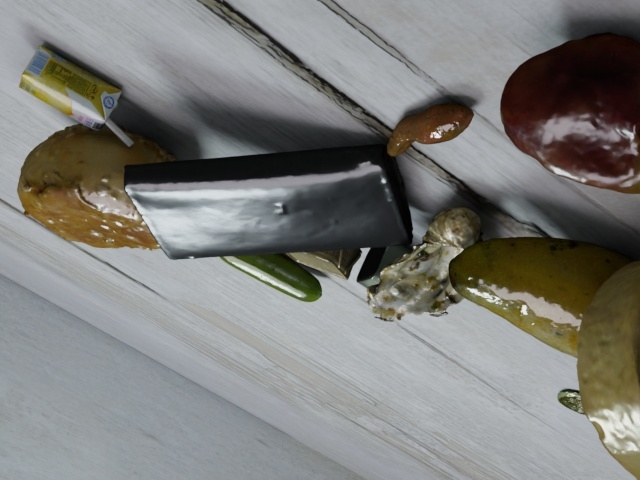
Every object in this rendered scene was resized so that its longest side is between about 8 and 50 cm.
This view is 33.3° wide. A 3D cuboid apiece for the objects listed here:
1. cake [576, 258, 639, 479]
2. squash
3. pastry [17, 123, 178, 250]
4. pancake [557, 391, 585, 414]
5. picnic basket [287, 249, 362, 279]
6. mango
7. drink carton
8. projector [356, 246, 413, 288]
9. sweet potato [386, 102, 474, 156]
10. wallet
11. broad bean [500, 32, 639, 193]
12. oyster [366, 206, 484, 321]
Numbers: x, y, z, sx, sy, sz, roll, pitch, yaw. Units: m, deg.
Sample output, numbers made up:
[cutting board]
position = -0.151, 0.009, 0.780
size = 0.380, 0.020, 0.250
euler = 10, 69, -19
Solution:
[cake]
position = 0.515, 0.141, 1.261
size = 0.332, 0.332, 0.321
euler = 30, 157, -13
[squash]
position = -0.108, 0.048, 2.082
size = 0.252, 0.066, 0.066
euler = 28, 159, -7
[pastry]
position = -0.357, -0.101, 1.830
size = 0.316, 0.184, 0.284
euler = 0, 157, 34
[pancake]
position = 0.519, 0.324, 2.124
size = 0.108, 0.017, 0.108
euler = 19, 155, 9
[picnic basket]
position = 0.000, 0.000, 1.785
size = 0.115, 0.079, 0.164
euler = 19, 171, 17
[mango]
position = 0.347, 0.073, 1.487
size = 0.330, 0.175, 0.176
euler = 28, 127, -11
[drink carton]
position = -0.373, -0.226, 1.700
size = 0.200, 0.074, 0.084
euler = 29, 159, -14
[projector]
position = 0.122, 0.053, 1.812
size = 0.082, 0.083, 0.083
euler = 31, 159, -16
[sweet potato]
position = 0.128, -0.141, 1.394
size = 0.050, 0.050, 0.214
euler = 32, 162, -18
[wallet]
position = -0.075, -0.053, 1.621
size = 0.406, 0.062, 0.228
euler = -3, 147, 16
[broad bean]
position = 0.294, -0.128, 1.080
size = 0.229, 0.156, 0.122
euler = 18, 163, 35
[oyster]
position = 0.162, 0.038, 1.645
size = 0.166, 0.094, 0.294
euler = 19, 144, -34
